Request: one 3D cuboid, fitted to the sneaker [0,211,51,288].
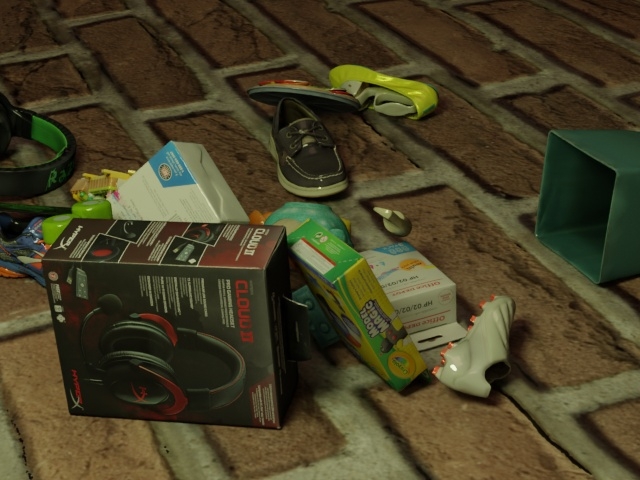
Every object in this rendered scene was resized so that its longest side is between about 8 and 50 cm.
[{"bbox_3d":[-0.386,0.013,1.888,0.221,0.087,0.083,8,30,21],"label":"sneaker"}]

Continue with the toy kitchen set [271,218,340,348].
[{"bbox_3d":[-0.083,0.091,1.730,0.207,0.166,0.122,-30,6,40],"label":"toy kitchen set"}]

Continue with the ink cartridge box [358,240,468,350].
[{"bbox_3d":[0.108,0.072,1.740,0.104,0.061,0.181,-15,29,-19],"label":"ink cartridge box"}]

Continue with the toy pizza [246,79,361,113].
[{"bbox_3d":[-0.027,-0.253,2.324,0.201,0.032,0.201,7,-3,0],"label":"toy pizza"}]

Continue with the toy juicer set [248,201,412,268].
[{"bbox_3d":[0.000,0.000,1.834,0.329,0.089,0.209,2,-6,32],"label":"toy juicer set"}]

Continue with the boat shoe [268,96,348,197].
[{"bbox_3d":[-0.028,-0.153,2.164,0.103,0.092,0.285,-10,27,-9],"label":"boat shoe"}]

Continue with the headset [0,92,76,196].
[{"bbox_3d":[-0.596,-0.190,2.205,0.394,0.185,0.243,12,29,6],"label":"headset"}]

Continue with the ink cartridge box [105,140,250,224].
[{"bbox_3d":[-0.223,-0.011,1.790,0.134,0.231,0.078,58,24,15],"label":"ink cartridge box"}]

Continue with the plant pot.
[{"bbox_3d":[0.448,-0.061,1.860,0.234,0.166,0.165,-8,27,-22],"label":"plant pot"}]

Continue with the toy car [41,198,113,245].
[{"bbox_3d":[-0.233,0.036,1.677,0.188,0.155,0.149,0,16,19],"label":"toy car"}]

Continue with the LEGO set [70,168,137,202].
[{"bbox_3d":[-0.280,-0.042,2.013,0.287,0.107,0.132,4,-7,25],"label":"LEGO set"}]

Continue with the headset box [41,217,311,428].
[{"bbox_3d":[-0.154,0.095,1.556,0.293,0.218,0.110,3,29,11],"label":"headset box"}]

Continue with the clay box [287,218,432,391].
[{"bbox_3d":[0.046,0.087,1.582,0.053,0.222,0.127,-38,36,-11],"label":"clay box"}]

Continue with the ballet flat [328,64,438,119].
[{"bbox_3d":[0.099,-0.260,2.391,0.231,0.077,0.077,15,49,29],"label":"ballet flat"}]

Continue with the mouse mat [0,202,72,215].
[{"bbox_3d":[-0.429,-0.047,1.996,0.152,0.007,0.189,4,3,-18],"label":"mouse mat"}]

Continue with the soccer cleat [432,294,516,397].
[{"bbox_3d":[0.203,0.131,1.623,0.076,0.068,0.196,29,35,15],"label":"soccer cleat"}]
